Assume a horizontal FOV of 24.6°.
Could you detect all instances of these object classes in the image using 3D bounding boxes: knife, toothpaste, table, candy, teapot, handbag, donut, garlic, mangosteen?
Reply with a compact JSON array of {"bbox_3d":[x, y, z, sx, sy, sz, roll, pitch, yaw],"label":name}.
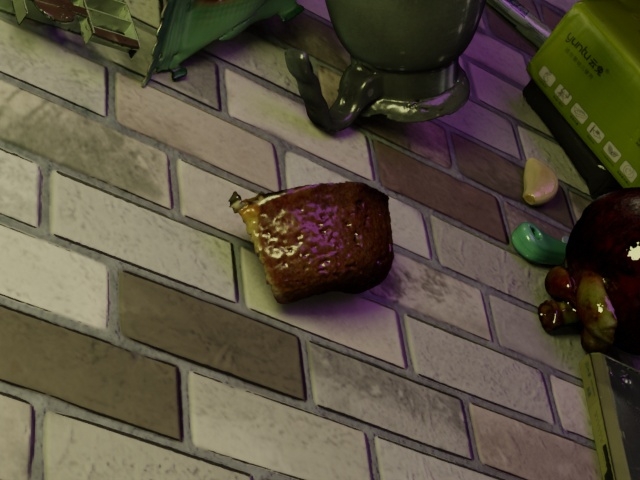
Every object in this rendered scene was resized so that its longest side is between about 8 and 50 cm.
[{"bbox_3d":[0.352,0.019,2.064,0.260,0.034,0.063,16,38,-45],"label":"knife"},{"bbox_3d":[0.329,-0.372,2.439,0.233,0.038,0.060,40,30,-3],"label":"toothpaste"},{"bbox_3d":[-0.294,-0.272,1.638,0.146,0.062,0.175,13,45,-39],"label":"table"},{"bbox_3d":[-0.115,-0.364,1.762,0.172,0.263,0.398,17,36,12],"label":"candy"},{"bbox_3d":[0.101,-0.256,1.878,0.223,0.285,0.305,7,38,13],"label":"teapot"},{"bbox_3d":[0.449,-0.166,2.318,0.247,0.080,0.223,-4,52,-44],"label":"handbag"},{"bbox_3d":[0.001,-0.002,1.615,0.186,0.144,0.126,14,60,-75],"label":"donut"},{"bbox_3d":[0.316,-0.080,2.114,0.053,0.041,0.083,31,44,-13],"label":"garlic"},{"bbox_3d":[0.402,0.053,1.940,0.265,0.228,0.228,-29,73,-13],"label":"mangosteen"}]

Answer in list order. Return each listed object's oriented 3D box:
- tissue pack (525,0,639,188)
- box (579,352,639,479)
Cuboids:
[{"bbox_3d":[0.479,-0.216,2.185,0.200,0.167,0.275,-11,57,-44],"label":"tissue pack"},{"bbox_3d":[0.427,0.280,1.849,0.210,0.045,0.270,26,38,-24],"label":"box"}]
